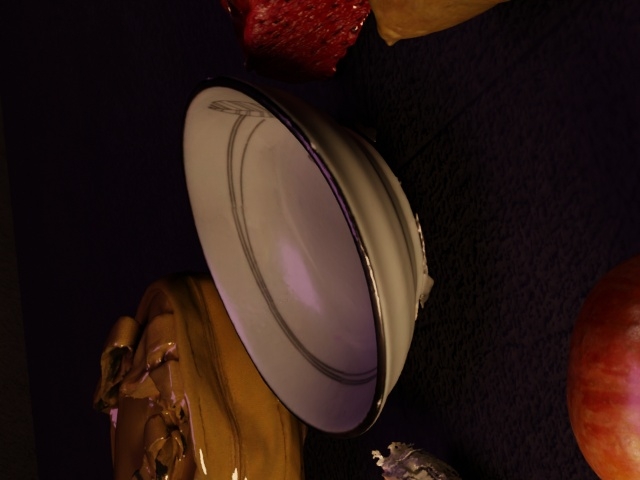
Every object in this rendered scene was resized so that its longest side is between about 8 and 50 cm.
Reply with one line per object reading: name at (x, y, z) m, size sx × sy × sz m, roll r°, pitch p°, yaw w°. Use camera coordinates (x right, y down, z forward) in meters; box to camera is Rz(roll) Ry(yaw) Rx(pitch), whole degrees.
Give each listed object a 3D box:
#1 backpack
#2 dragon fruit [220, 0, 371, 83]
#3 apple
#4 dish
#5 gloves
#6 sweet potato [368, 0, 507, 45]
backpack at (-0.115, 0.214, 1.289) m, size 0.378 × 0.201 × 0.354 m, roll 115°, pitch 141°, yaw -56°
dragon fruit at (-0.032, -0.247, 1.031) m, size 0.274 × 0.126 × 0.161 m, roll 122°, pitch 134°, yaw -56°
apple at (0.189, 0.068, 0.616) m, size 0.131 × 0.146 × 0.146 m, roll -173°, pitch 76°, yaw -76°
dish at (0.000, 0.000, 1.035) m, size 0.316 × 0.106 × 0.316 m, roll 43°, pitch 145°, yaw 41°
gloves at (0.099, 0.223, 0.964) m, size 0.153 × 0.070 × 0.114 m, roll 40°, pitch 126°, yaw 48°
sweet potato at (0.115, -0.225, 0.688) m, size 0.369 × 0.157 × 0.158 m, roll -20°, pitch 79°, yaw 59°
